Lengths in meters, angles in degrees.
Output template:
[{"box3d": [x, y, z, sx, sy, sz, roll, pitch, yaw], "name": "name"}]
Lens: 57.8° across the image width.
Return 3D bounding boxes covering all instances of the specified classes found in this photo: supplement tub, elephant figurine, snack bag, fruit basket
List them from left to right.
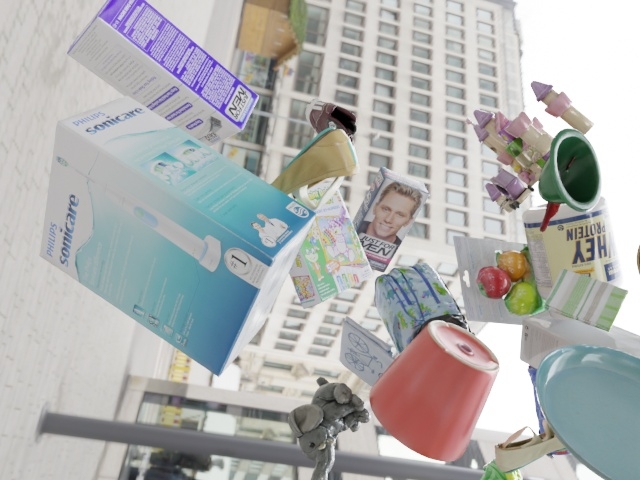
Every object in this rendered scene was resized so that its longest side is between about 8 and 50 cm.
[{"box3d": [-0.002, 0.487, 1.498, 0.239, 0.169, 0.186, -41, 177, -23], "name": "elephant figurine"}, {"box3d": [0.201, 0.420, 1.886, 0.037, 0.342, 0.323, -44, 156, -27], "name": "snack bag"}, {"box3d": [0.632, 0.146, 1.993, 0.165, 0.353, 0.327, 109, -19, -58], "name": "fruit basket"}, {"box3d": [0.735, 0.046, 1.683, 0.235, 0.235, 0.324, -176, -109, -80], "name": "supplement tub"}]

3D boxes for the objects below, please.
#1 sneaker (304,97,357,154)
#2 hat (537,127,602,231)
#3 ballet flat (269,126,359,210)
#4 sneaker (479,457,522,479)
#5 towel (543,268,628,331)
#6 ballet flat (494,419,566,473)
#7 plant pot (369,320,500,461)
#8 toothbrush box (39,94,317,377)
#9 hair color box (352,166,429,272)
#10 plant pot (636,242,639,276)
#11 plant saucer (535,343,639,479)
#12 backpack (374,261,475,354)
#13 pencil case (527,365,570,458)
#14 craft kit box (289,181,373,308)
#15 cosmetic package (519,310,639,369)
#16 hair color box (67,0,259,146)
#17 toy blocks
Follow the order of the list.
[{"box3d": [0.071, -0.322, 1.833, 0.162, 0.281, 0.106, 19, -114, 47], "name": "sneaker"}, {"box3d": [0.500, -0.125, 1.298, 0.183, 0.173, 0.208, -14, -96, 58], "name": "hat"}, {"box3d": [-0.040, -0.060, 0.771, 0.232, 0.073, 0.080, -34, 177, 41], "name": "ballet flat"}, {"box3d": [0.525, 0.743, 1.679, 0.123, 0.109, 0.295, -36, -177, 20], "name": "sneaker"}, {"box3d": [0.603, 0.132, 1.321, 0.113, 0.152, 0.023, -58, 140, -14], "name": "towel"}, {"box3d": [0.522, 0.465, 1.357, 0.086, 0.248, 0.086, 158, -90, -88], "name": "ballet flat"}, {"box3d": [0.291, 0.348, 1.410, 0.243, 0.275, 0.275, -63, -165, 19], "name": "plant pot"}, {"box3d": [-0.187, -0.006, 0.730, 0.126, 0.295, 0.216, -50, 169, -54], "name": "toothbrush box"}, {"box3d": [0.221, -0.068, 2.057, 0.105, 0.174, 0.347, -97, -150, -60], "name": "hair color box"}, {"box3d": [0.861, 0.012, 1.248, 0.237, 0.254, 0.237, 34, -40, 36], "name": "plant pot"}, {"box3d": [0.507, 0.299, 0.957, 0.317, 0.318, 0.043, -94, -168, -56], "name": "plant saucer"}, {"box3d": [0.308, 0.226, 1.793, 0.355, 0.273, 0.290, -90, 173, -46], "name": "backpack"}, {"box3d": [0.745, 0.531, 1.859, 0.133, 0.119, 0.306, -11, -90, 40], "name": "pencil case"}, {"box3d": [0.000, 0.000, 1.278, 0.061, 0.250, 0.246, -27, -94, 32], "name": "craft kit box"}, {"box3d": [0.790, 0.332, 1.687, 0.365, 0.197, 0.155, 29, -54, 56], "name": "cosmetic package"}, {"box3d": [-0.318, -0.340, 1.194, 0.185, 0.339, 0.110, -11, -131, 50], "name": "hair color box"}, {"box3d": [0.508, -0.267, 1.577, 0.309, 0.260, 0.288, -48, 175, -2], "name": "toy blocks"}]
